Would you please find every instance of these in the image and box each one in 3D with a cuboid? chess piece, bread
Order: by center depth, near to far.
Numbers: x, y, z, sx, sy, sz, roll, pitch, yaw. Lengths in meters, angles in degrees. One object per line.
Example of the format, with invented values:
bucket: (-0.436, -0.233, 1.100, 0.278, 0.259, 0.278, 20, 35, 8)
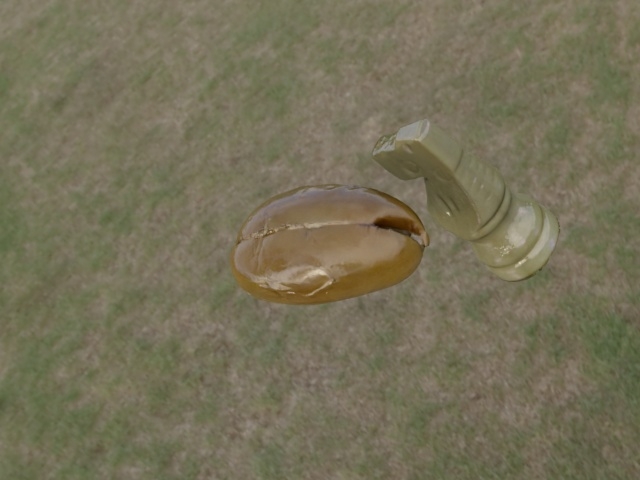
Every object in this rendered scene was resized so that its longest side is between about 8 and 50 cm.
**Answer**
bread: (0.000, 0.000, 0.792, 0.189, 0.077, 0.114, -7, 50, 25)
chess piece: (0.140, -0.047, 0.863, 0.090, 0.200, 0.090, -38, 31, 28)
